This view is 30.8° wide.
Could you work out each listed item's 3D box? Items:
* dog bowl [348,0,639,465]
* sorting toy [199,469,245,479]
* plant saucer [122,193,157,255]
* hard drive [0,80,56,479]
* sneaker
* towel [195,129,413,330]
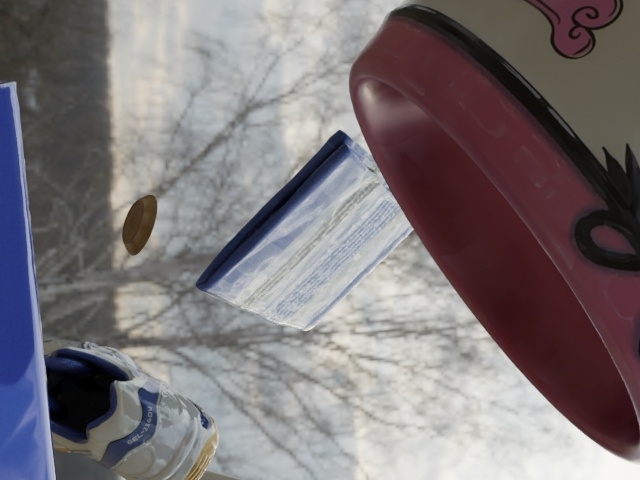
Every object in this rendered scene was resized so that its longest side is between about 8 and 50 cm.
[{"bbox_3d":[0.174,-0.022,0.804,0.408,0.150,0.408,55,-6,8],"label":"dog bowl"},{"bbox_3d":[-0.143,0.417,1.309,0.041,0.229,0.307,4,-106,43],"label":"sorting toy"},{"bbox_3d":[-0.234,-0.022,1.487,0.083,0.015,0.083,-38,-138,45],"label":"plant saucer"},{"bbox_3d":[-0.211,0.090,0.579,0.210,0.040,0.319,-29,119,-64],"label":"hard drive"},{"bbox_3d":[-0.219,0.130,1.038,0.296,0.131,0.112,9,-116,45],"label":"sneaker"},{"bbox_3d":[0.000,0.000,1.197,0.034,0.209,0.285,47,6,22],"label":"towel"}]
